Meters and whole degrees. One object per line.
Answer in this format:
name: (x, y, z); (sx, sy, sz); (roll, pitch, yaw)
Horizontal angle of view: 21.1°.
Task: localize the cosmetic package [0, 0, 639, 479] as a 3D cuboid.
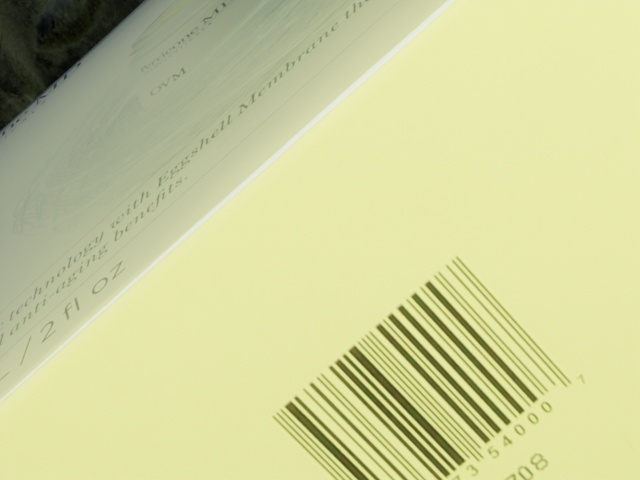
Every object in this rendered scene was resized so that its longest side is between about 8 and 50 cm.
cosmetic package: (0.000, 0.000, 0.492); (0.224, 0.138, 0.224); (-41, 20, 5)
